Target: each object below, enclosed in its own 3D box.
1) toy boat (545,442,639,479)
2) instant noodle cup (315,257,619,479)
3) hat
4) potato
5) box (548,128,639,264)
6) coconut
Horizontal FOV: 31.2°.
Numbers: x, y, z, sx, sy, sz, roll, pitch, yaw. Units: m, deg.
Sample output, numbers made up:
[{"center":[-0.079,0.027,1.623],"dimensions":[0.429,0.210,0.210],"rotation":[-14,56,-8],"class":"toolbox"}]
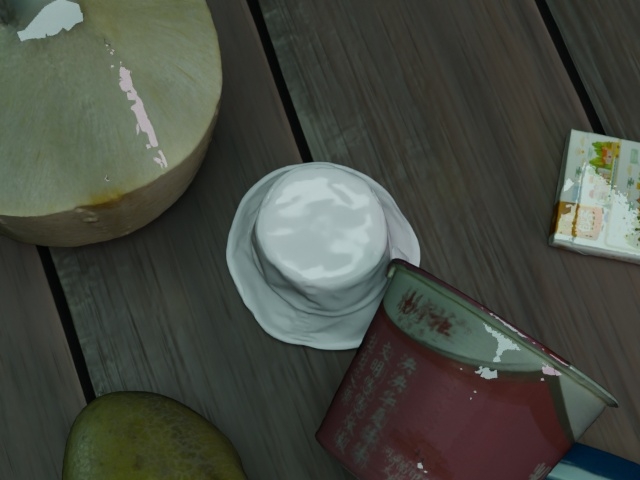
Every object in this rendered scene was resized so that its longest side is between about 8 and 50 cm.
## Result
[{"center":[0.327,0.261,1.043],"dimensions":[0.299,0.096,0.061],"rotation":[24,69,7],"class":"toy boat"},{"center":[0.117,0.148,1.011],"dimensions":[0.235,0.235,0.178],"rotation":[33,90,7],"class":"instant noodle cup"},{"center":[0.000,0.000,1.085],"dimensions":[0.203,0.126,0.203],"rotation":[-1,75,3],"class":"hat"},{"center":[-0.146,0.242,1.017],"dimensions":[0.174,0.159,0.251],"rotation":[-14,67,-27],"class":"potato"},{"center":[0.346,-0.031,1.138],"dimensions":[0.221,0.032,0.122],"rotation":[12,78,2],"class":"box"},{"center":[-0.236,-0.144,1.029],"dimensions":[0.323,0.323,0.322],"rotation":[0,77,0],"class":"coconut"}]
